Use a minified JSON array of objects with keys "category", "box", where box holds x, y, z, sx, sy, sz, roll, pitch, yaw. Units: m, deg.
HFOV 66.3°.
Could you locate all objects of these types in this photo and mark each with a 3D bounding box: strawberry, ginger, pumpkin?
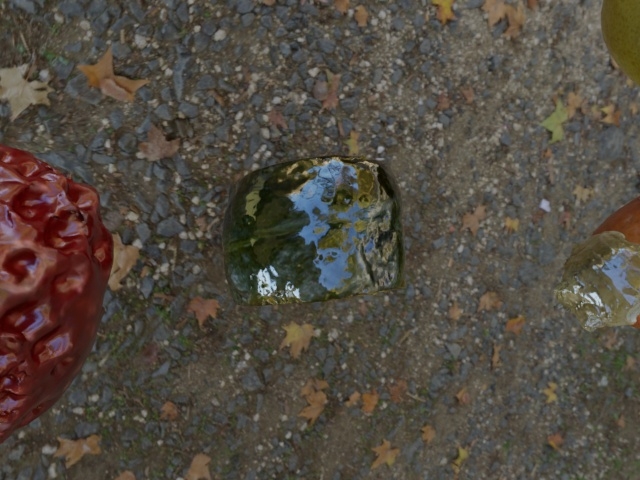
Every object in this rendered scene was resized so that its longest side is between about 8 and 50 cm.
[{"category":"strawberry","box":[-0.341,0.085,0.386,0.317,0.345,0.295,-22,121,13]},{"category":"ginger","box":[0.315,0.025,0.485,0.165,0.096,0.067,-25,138,19]},{"category":"pumpkin","box":[0.000,-0.001,0.562,0.190,0.280,0.139,-9,87,6]}]

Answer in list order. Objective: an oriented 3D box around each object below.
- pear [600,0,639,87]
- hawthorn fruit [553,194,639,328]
[{"category":"pear","box":[0.553,-0.351,0.670,0.314,0.314,0.315,-8,104,-33]},{"category":"hawthorn fruit","box":[0.487,0.041,0.722,0.211,0.299,0.211,38,35,-33]}]
